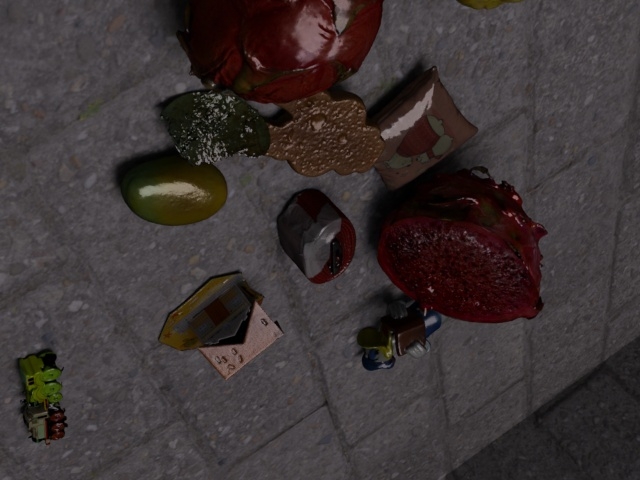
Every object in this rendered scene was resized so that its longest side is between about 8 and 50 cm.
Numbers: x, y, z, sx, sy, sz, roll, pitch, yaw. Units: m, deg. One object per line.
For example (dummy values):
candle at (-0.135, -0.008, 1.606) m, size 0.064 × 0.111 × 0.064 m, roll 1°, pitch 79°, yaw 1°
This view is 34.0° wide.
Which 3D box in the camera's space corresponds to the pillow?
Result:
pillow at (0.183, -0.210, 2.053) m, size 0.223 × 0.084 × 0.236 m, roll -36°, pitch 144°, yaw 7°

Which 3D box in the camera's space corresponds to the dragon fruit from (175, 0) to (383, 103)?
dragon fruit at (-0.049, -0.343, 1.492) m, size 0.277 × 0.277 × 0.343 m, roll 5°, pitch 114°, yaw -48°

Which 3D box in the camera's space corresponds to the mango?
mango at (-0.248, -0.085, 1.764) m, size 0.194 × 0.092 × 0.130 m, roll 9°, pitch 124°, yaw -45°

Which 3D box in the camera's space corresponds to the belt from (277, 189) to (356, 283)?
belt at (0.000, 0.000, 2.088) m, size 0.128 × 0.124 × 0.201 m, roll -32°, pitch 147°, yaw -16°

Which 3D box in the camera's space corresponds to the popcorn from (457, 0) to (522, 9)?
popcorn at (0.299, -0.482, 1.745) m, size 0.200 × 0.203 × 0.226 m, roll 7°, pitch 131°, yaw -43°

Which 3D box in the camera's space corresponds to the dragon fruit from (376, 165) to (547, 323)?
dragon fruit at (0.323, -0.001, 2.250) m, size 0.249 × 0.386 × 0.371 m, roll -64°, pitch -172°, yaw -31°

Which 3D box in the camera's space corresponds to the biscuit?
biscuit at (-0.006, -0.198, 1.886) m, size 0.295 × 0.044 × 0.186 m, roll 23°, pitch 116°, yaw -41°

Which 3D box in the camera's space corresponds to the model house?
model house at (-0.191, 0.196, 2.116) m, size 0.219 × 0.136 × 0.207 m, roll -39°, pitch 149°, yaw -1°

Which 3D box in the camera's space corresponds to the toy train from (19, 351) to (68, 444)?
toy train at (-0.526, 0.305, 1.986) m, size 0.085 × 0.053 × 0.250 m, roll -14°, pitch 140°, yaw -22°

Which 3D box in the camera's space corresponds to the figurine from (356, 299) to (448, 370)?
figurine at (0.221, 0.227, 2.532) m, size 0.338 × 0.204 × 0.283 m, roll -44°, pitch 175°, yaw 28°

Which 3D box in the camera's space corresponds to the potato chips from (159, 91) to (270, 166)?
potato chips at (-0.175, -0.180, 1.730) m, size 0.209 × 0.026 × 0.142 m, roll 30°, pitch 86°, yaw -37°
